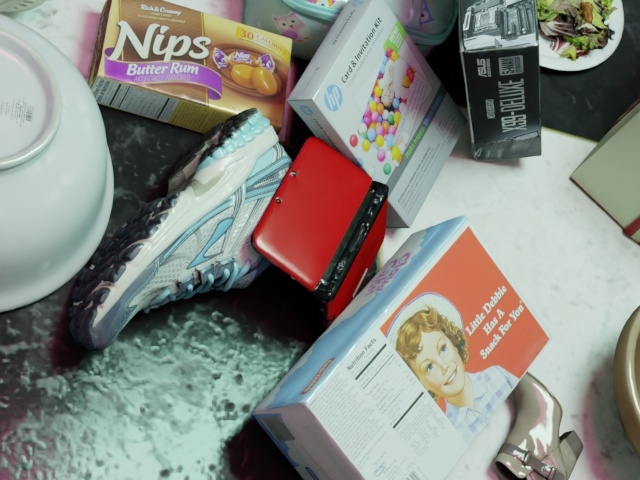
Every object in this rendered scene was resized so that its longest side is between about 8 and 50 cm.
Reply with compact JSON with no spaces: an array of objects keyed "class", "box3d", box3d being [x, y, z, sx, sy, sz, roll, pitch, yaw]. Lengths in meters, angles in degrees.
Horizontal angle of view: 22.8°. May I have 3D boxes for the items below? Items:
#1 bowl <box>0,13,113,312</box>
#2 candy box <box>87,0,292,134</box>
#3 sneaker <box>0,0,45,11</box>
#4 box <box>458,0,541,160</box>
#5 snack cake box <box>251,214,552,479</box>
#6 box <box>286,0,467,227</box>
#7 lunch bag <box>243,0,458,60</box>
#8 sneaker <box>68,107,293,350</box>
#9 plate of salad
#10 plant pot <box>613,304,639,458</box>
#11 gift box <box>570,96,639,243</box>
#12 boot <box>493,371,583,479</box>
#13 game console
[{"class":"bowl","box3d":[-0.308,-0.094,1.374,0.297,0.134,0.298,10,62,-18]},{"class":"candy box","box3d":[-0.126,-0.167,1.538,0.186,0.053,0.109,16,59,-17]},{"class":"sneaker","box3d":[-0.411,-0.312,1.454,0.350,0.131,0.148,10,54,-25]},{"class":"box","box3d":[0.177,-0.269,1.596,0.076,0.242,0.308,-3,68,7]},{"class":"snack cake box","box3d":[0.079,0.120,1.435,0.152,0.089,0.264,52,55,-13]},{"class":"box","box3d":[0.059,-0.125,1.541,0.186,0.038,0.145,51,56,-34]},{"class":"lunch bag","box3d":[0.037,-0.314,1.651,0.224,0.108,0.279,11,61,-18]},{"class":"sneaker","box3d":[-0.107,0.007,1.427,0.122,0.110,0.283,48,61,-14]},{"class":"plate of salad","box3d":[0.255,-0.280,1.766,0.199,0.048,0.200,10,60,-19]},{"class":"plant pot","box3d":[0.376,0.163,1.554,0.237,0.110,0.237,9,62,-18]},{"class":"gift box","box3d":[0.452,-0.128,1.648,0.255,0.258,0.276,40,57,-1]},{"class":"boot","box3d":[0.195,0.187,1.504,0.087,0.042,0.118,-36,82,-31]},{"class":"game console","box3d":[0.000,0.000,1.485,0.085,0.124,0.144,20,56,13]}]
